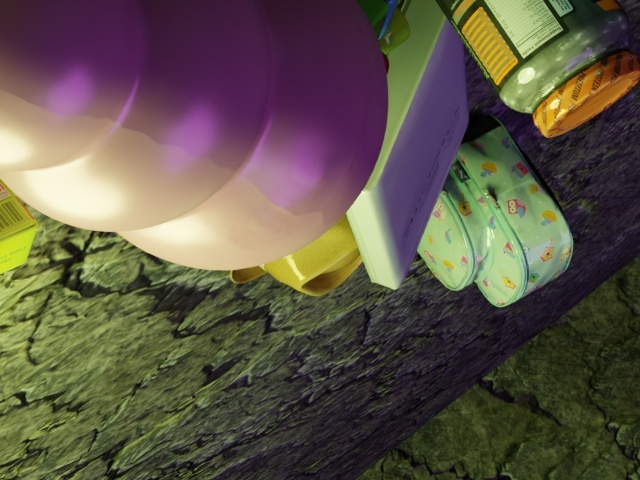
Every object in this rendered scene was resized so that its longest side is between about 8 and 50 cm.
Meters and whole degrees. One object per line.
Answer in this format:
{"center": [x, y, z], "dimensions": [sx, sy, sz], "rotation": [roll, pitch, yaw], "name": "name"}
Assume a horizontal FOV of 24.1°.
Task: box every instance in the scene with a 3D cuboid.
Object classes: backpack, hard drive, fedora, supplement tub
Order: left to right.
{"center": [0.000, 0.000, 1.495], "dimensions": [0.194, 0.079, 0.194], "rotation": [-36, 163, -13], "name": "fedora"}
{"center": [0.082, -0.089, 1.364], "dimensions": [0.307, 0.040, 0.203], "rotation": [65, 46, -72], "name": "hard drive"}
{"center": [0.186, -0.020, 1.663], "dimensions": [0.144, 0.188, 0.166], "rotation": [-34, 163, -22], "name": "backpack"}
{"center": [0.162, -0.182, 1.166], "dimensions": [0.117, 0.190, 0.117], "rotation": [-30, 169, -7], "name": "supplement tub"}

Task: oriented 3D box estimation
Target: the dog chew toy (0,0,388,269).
{"center": [-0.102, -0.091, 0.844], "dimensions": [0.206, 0.206, 0.332], "rotation": [-47, 155, 18], "name": "dog chew toy"}

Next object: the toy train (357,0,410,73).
{"center": [0.015, -0.134, 1.175], "dimensions": [0.143, 0.105, 0.248], "rotation": [-49, 169, -27], "name": "toy train"}

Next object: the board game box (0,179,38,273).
{"center": [-0.268, 0.002, 0.877], "dimensions": [0.181, 0.092, 0.043], "rotation": [-27, 158, -39], "name": "board game box"}
